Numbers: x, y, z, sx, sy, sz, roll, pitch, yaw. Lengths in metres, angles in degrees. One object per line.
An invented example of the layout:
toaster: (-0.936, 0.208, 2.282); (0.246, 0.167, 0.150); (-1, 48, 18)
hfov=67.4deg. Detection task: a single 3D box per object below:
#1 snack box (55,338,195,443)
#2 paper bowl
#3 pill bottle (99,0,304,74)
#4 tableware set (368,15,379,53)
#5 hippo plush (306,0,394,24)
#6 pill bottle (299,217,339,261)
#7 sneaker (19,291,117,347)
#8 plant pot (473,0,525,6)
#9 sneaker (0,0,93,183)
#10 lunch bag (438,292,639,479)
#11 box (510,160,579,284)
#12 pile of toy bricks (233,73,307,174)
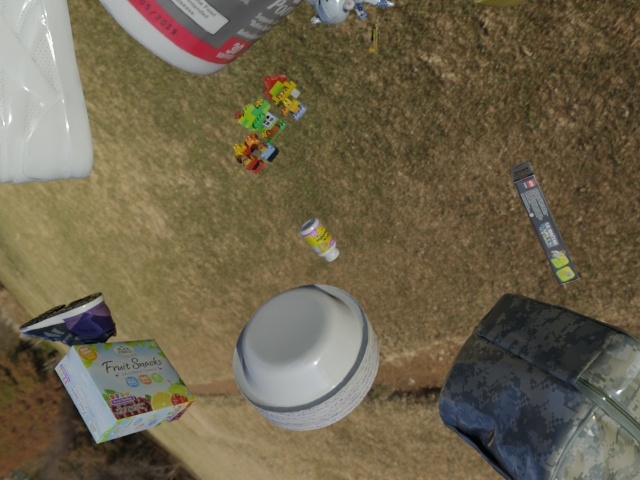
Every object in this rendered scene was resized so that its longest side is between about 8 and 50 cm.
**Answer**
snack box: (-0.374, 0.282, 0.936); (0.174, 0.070, 0.207); (46, -169, 24)
paper bowl: (-0.038, 0.208, 0.939); (0.284, 0.284, 0.148); (19, 150, 37)
pill bottle: (-0.035, -0.295, 0.385); (0.318, 0.176, 0.176); (-28, 109, 27)
tableware set: (0.189, -0.719, 1.705); (0.024, 0.154, 0.104); (4, 142, 11)
hippo plush: (0.023, -0.737, 1.432); (0.234, 0.236, 0.294); (-3, 138, 41)
pill bottle: (0.000, 0.000, 0.894); (0.043, 0.043, 0.083); (-3, 133, 53)
sneaker: (-0.605, 0.221, 1.148); (0.283, 0.107, 0.124); (-17, 104, 30)
plant pot: (0.523, -0.742, 1.259); (0.212, 0.187, 0.212); (-15, 81, 44)
sneaker: (-0.327, -0.192, 0.432); (0.108, 0.169, 0.292); (-3, 100, 48)
lunch bag: (0.341, 0.250, 0.733); (0.212, 0.256, 0.305); (43, 175, -18)
box: (0.404, -0.035, 0.869); (0.036, 0.114, 0.207); (-23, 101, 25)
pile of toy bricks: (-0.132, -0.251, 1.017); (0.105, 0.212, 0.118); (27, -156, -41)
